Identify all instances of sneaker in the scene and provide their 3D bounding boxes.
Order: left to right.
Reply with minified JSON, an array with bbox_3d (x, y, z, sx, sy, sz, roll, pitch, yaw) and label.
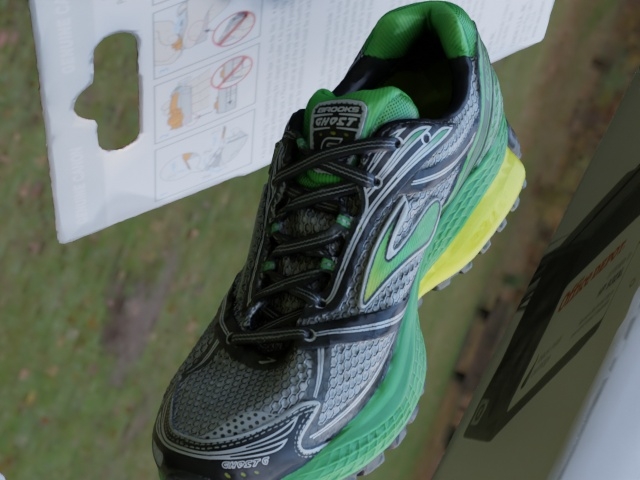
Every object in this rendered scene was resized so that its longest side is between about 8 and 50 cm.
[{"bbox_3d":[0.000,0.000,0.927,0.343,0.134,0.146,-61,146,-36],"label":"sneaker"}]

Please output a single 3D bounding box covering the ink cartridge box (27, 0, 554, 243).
[{"bbox_3d":[-0.011,-0.174,1.042,0.385,0.091,0.308,-24,155,-17],"label":"ink cartridge box"}]

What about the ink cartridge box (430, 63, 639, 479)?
[{"bbox_3d":[0.162,0.074,0.481,0.307,0.223,0.129,-61,-175,-18],"label":"ink cartridge box"}]

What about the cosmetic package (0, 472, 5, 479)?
[{"bbox_3d":[-0.290,0.187,0.930,0.117,0.231,0.085,12,67,-59],"label":"cosmetic package"}]
